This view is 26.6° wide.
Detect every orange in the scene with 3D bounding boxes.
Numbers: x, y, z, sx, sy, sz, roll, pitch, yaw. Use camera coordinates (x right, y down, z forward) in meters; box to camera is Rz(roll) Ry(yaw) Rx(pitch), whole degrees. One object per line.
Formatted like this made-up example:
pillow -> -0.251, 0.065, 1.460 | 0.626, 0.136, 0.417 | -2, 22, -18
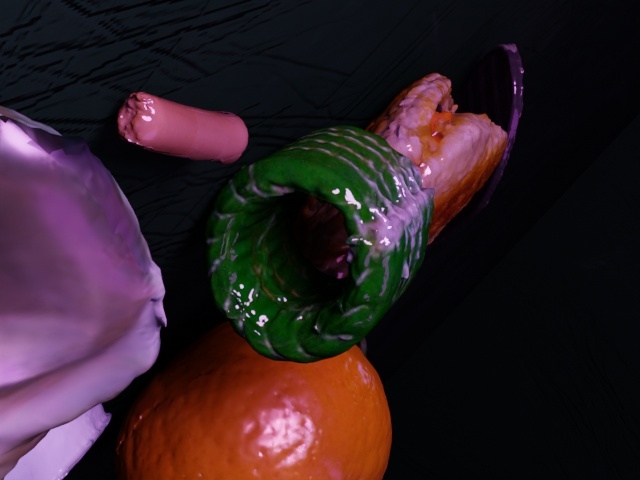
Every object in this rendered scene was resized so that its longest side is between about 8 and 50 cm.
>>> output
orange -> -0.050, 0.157, 1.039 | 0.219, 0.193, 0.219 | -58, -178, 3

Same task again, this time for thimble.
thimble -> 0.000, 0.000, 0.772 | 0.130, 0.118, 0.090 | -29, -175, 35

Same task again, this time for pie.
pie -> 0.045, -0.028, 0.926 | 0.179, 0.084, 0.205 | -46, 174, 7

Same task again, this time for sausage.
sausage -> -0.059, -0.048, 0.587 | 0.026, 0.026, 0.116 | -46, 170, 10

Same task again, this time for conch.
conch -> -0.141, 0.047, 0.367 | 0.188, 0.122, 0.176 | -44, 163, -22

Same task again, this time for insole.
insole -> 0.103, -0.058, 1.087 | 0.012, 0.110, 0.309 | 1, 161, -15

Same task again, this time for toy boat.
toy boat -> -0.176, 0.110, 0.690 | 0.134, 0.079, 0.207 | -44, -179, -14

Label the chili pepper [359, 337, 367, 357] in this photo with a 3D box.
chili pepper -> -0.062, 0.176, 1.385 | 0.257, 0.074, 0.100 | -41, 170, -15
